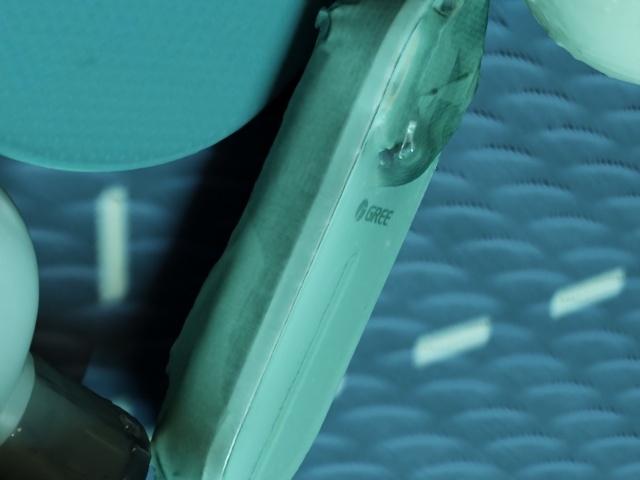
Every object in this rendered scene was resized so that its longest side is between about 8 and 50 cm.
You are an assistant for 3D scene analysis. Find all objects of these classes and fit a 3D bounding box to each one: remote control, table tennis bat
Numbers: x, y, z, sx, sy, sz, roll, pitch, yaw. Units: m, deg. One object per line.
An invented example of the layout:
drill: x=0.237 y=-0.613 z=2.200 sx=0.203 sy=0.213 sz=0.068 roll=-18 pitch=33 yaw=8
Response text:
remote control: x=0.000 y=0.000 z=0.766 sx=0.247 sy=0.052 sz=0.104 roll=-66 pitch=162 yaw=4
table tennis bat: x=-0.100 y=-0.149 z=0.651 sx=0.329 sy=0.044 sz=0.215 roll=36 pitch=85 yaw=-44

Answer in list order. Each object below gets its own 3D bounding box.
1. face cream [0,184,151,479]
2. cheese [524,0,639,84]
face cream: x=-0.170 y=0.023 z=0.647 sx=0.144 sy=0.071 sz=0.291 roll=-54 pitch=132 yaw=-7
cheese: x=0.140 y=-0.154 z=0.756 sx=0.154 sy=0.189 sz=0.198 roll=-5 pitch=114 yaw=-2
